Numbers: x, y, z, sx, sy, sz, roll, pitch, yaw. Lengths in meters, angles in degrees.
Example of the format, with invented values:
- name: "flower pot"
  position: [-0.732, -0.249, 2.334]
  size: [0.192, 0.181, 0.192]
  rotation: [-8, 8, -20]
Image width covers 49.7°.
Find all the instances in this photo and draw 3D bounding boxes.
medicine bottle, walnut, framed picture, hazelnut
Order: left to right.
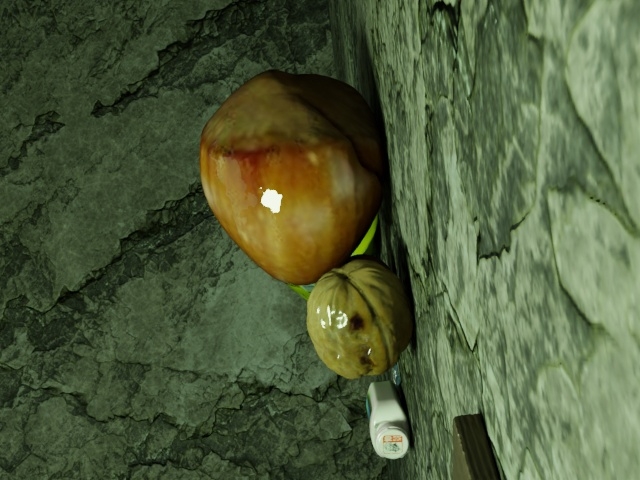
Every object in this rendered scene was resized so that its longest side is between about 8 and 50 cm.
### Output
- name: "hazelnut"
  position: [-0.041, -0.108, 1.182]
  size: [0.372, 0.316, 0.372]
  rotation: [5, -90, -76]
- name: "walnut"
  position: [0.060, 0.121, 1.020]
  size: [0.155, 0.156, 0.184]
  rotation: [-95, -10, -64]
- name: "medicine bottle"
  position: [0.136, 0.366, 1.386]
  size: [0.219, 0.078, 0.115]
  rotation: [-87, -8, -84]
- name: "framed picture"
  position: [0.130, 0.241, 0.533]
  size: [0.168, 0.023, 0.127]
  rotation: [-96, -2, -49]

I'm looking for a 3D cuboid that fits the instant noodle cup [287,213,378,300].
- name: "instant noodle cup"
  position: [0.000, 0.000, 1.593]
  size: [0.221, 0.311, 0.311]
  rotation: [64, -163, -59]

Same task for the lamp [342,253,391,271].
- name: "lamp"
  position: [0.079, 0.115, 1.232]
  size: [0.182, 0.140, 0.182]
  rotation: [8, -90, -78]

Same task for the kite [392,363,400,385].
- name: "kite"
  position: [0.148, 0.183, 1.430]
  size: [0.321, 0.016, 0.233]
  rotation: [81, -177, -75]
